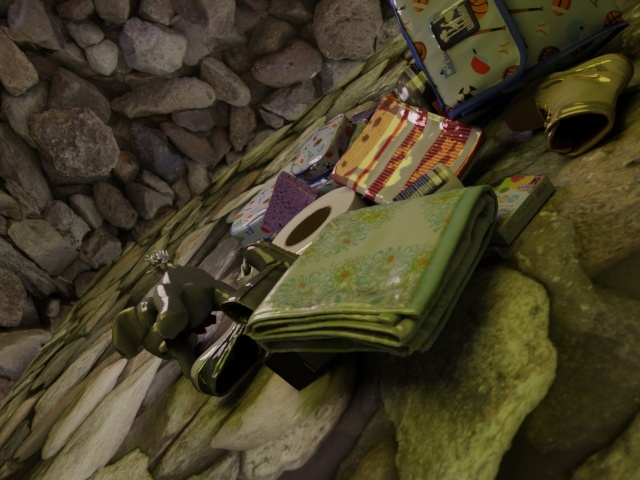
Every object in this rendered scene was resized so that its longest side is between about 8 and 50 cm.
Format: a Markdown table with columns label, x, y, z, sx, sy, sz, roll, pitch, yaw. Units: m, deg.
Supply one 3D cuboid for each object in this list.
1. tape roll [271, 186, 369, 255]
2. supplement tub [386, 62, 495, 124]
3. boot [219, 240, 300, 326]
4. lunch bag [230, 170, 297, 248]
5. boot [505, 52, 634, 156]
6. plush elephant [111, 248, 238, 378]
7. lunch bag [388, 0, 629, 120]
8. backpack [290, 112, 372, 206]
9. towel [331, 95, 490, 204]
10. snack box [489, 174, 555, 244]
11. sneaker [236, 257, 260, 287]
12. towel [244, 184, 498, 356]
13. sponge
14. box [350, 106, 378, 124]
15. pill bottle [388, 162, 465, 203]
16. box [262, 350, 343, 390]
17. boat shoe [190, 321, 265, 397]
| label | x | y | z | sx | sy | sz | roll | pitch | yaw |
| --- | --- | --- | --- | --- | --- | --- | --- | --- | --- |
| tape roll | 0.000 | 0.000 | 1.574 | 0.286 | 0.100 | 0.286 | -36 | 18 | 14 |
| supplement tub | 0.333 | -0.385 | 1.619 | 0.338 | 0.207 | 0.207 | -36 | 19 | 13 |
| boot | -0.138 | 0.090 | 1.380 | 0.189 | 0.076 | 0.208 | 11 | 41 | 33 |
| lunch bag | -0.143 | -0.092 | 2.051 | 0.243 | 0.115 | 0.303 | -31 | 20 | 21 |
| boot | 0.442 | -0.231 | 1.242 | 0.261 | 0.095 | 0.203 | -17 | 31 | 46 |
| plush elephant | -0.343 | 0.206 | 1.598 | 0.271 | 0.256 | 0.330 | -7 | 31 | -43 |
| lunch bag | 0.367 | -0.467 | 1.367 | 0.385 | 0.328 | 0.239 | -26 | -5 | 0 |
| backpack | 0.040 | -0.189 | 1.784 | 0.263 | 0.213 | 0.277 | -37 | 18 | 46 |
| towel | 0.185 | -0.184 | 1.460 | 0.329 | 0.037 | 0.237 | 33 | 88 | 47 |
| snack box | 0.325 | -0.053 | 1.146 | 0.141 | 0.037 | 0.100 | -47 | 18 | -16 |
| sneaker | -0.166 | 0.070 | 1.751 | 0.080 | 0.094 | 0.212 | -33 | 19 | 25 |
| towel | 0.088 | 0.041 | 1.070 | 0.320 | 0.090 | 0.374 | -6 | 30 | 38 |
| sponge | -0.084 | -0.084 | 1.769 | 0.031 | 0.117 | 0.210 | -54 | -7 | -40 |
| box | 0.112 | -0.292 | 2.003 | 0.207 | 0.108 | 0.153 | -48 | 20 | -21 |
| pill bottle | 0.195 | -0.053 | 1.286 | 0.186 | 0.112 | 0.112 | -38 | 18 | 6 |
| box | -0.016 | 0.161 | 1.218 | 0.158 | 0.093 | 0.156 | -44 | 16 | 21 |
| boat shoe | -0.139 | 0.198 | 1.378 | 0.306 | 0.113 | 0.104 | -44 | 26 | -30 |
